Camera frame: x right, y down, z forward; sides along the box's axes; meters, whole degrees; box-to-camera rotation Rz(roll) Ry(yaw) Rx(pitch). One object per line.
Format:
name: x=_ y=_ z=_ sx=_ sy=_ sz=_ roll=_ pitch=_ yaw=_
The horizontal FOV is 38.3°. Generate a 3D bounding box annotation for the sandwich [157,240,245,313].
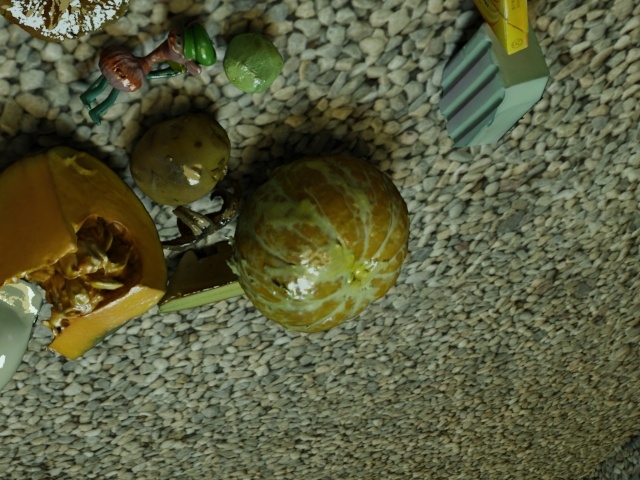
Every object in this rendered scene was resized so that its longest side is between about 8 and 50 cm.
sandwich: x=-0.201 y=0.066 z=1.746 sx=0.245 sy=0.088 sz=0.090 roll=-16 pitch=153 yaw=-11

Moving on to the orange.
orange: x=0.000 y=0.000 z=1.597 sx=0.329 sy=0.249 sz=0.329 roll=-31 pitch=146 yaw=-25

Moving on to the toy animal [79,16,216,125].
toy animal: x=-0.250 y=-0.243 z=1.321 sx=0.208 sy=0.100 sz=0.103 roll=-30 pitch=166 yaw=0

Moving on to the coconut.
coconut: x=-0.099 y=-0.265 z=1.362 sx=0.088 sy=0.096 sz=0.088 roll=18 pitch=148 yaw=11

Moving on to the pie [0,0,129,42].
pie: x=-0.338 y=-0.334 z=1.190 sx=0.195 sy=0.046 sz=0.195 roll=-12 pitch=144 yaw=-9

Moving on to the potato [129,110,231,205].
potato: x=-0.224 y=-0.125 z=1.450 sx=0.176 sy=0.137 sz=0.137 roll=-42 pitch=139 yaw=24

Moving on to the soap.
soap: x=0.276 y=-0.247 z=1.498 sx=0.091 sy=0.145 sz=0.230 roll=-14 pitch=171 yaw=-16

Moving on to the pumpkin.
pumpkin: x=-0.400 y=0.013 z=1.430 sx=0.225 sy=0.256 sz=0.303 roll=-29 pitch=137 yaw=18

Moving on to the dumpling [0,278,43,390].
dumpling: x=-0.635 y=0.166 z=1.637 sx=0.227 sy=0.243 sz=0.175 roll=33 pitch=161 yaw=-28

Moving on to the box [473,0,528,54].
box: x=0.239 y=-0.405 z=1.280 sx=0.044 sy=0.152 sz=0.269 roll=-21 pitch=145 yaw=2

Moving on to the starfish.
starfish: x=-0.205 y=-0.040 z=1.565 sx=0.146 sy=0.074 sz=0.190 roll=-27 pitch=-175 yaw=43
